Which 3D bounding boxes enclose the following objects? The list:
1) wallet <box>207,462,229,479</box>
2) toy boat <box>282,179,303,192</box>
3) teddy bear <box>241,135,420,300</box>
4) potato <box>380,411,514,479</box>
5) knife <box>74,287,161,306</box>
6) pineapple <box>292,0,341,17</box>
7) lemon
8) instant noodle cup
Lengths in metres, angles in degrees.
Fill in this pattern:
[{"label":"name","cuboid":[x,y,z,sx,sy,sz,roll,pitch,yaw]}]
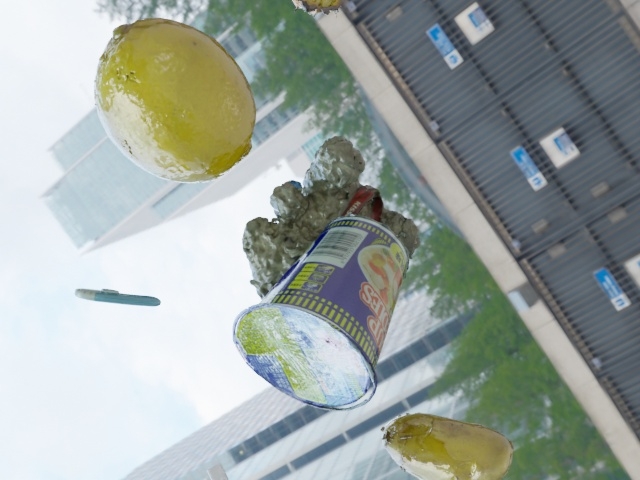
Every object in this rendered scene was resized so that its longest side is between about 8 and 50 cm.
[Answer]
[{"label":"wallet","cuboid":[-0.275,0.654,1.917,0.083,0.044,0.011,55,176,27]},{"label":"toy boat","cuboid":[-0.077,-0.121,1.791,0.172,0.065,0.066,1,107,69]},{"label":"teddy bear","cuboid":[0.000,0.000,1.570,0.224,0.367,0.357,16,150,53]},{"label":"potato","cuboid":[0.279,0.477,1.591,0.173,0.300,0.140,-54,-39,-46]},{"label":"knife","cuboid":[-0.481,0.135,1.680,0.222,0.031,0.064,12,-175,-43]},{"label":"pineapple","cuboid":[-0.024,-0.637,1.677,0.225,0.225,0.076,47,159,-22]},{"label":"lemon","cuboid":[-0.225,-0.212,1.091,0.263,0.236,0.236,51,-159,-10]},{"label":"instant noodle cup","cuboid":[0.028,0.117,1.345,0.284,0.284,0.312,49,-134,-17]}]
